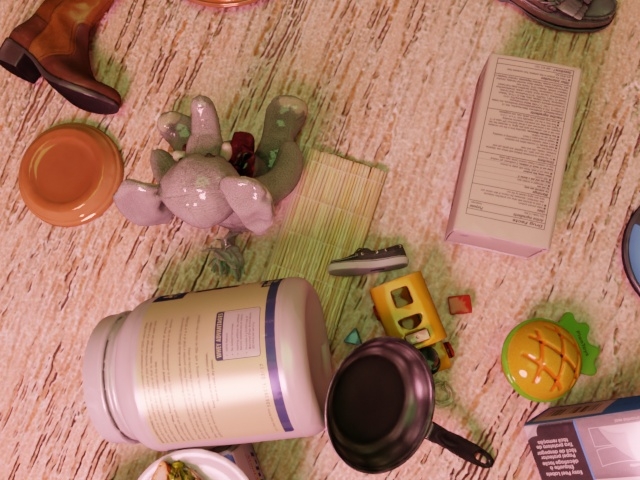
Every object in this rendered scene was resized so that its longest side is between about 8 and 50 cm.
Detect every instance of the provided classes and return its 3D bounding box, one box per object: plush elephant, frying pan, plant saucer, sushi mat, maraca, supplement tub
[{"bbox_3d":[-0.170,-0.108,0.935,0.272,0.255,0.329,0,81,6],"label":"plush elephant"},{"bbox_3d":[0.140,0.246,0.889,0.326,0.053,0.197,10,84,-31],"label":"frying pan"},{"bbox_3d":[-0.465,-0.125,1.079,0.200,0.037,0.199,-1,81,6],"label":"plant saucer"},{"bbox_3d":[0.000,0.000,1.022,0.152,0.019,0.316,17,83,9],"label":"sushi mat"},{"bbox_3d":[0.362,0.181,0.922,0.186,0.099,0.127,-15,81,-23],"label":"maraca"},{"bbox_3d":[-0.159,0.190,0.893,0.325,0.235,0.235,-9,80,8],"label":"supplement tub"}]

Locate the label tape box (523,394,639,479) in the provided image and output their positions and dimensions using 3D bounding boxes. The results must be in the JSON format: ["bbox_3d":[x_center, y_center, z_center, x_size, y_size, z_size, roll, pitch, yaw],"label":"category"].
[{"bbox_3d":[0.464,0.391,0.811,0.241,0.106,0.333,-27,76,41],"label":"label tape box"}]

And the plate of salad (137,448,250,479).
[{"bbox_3d":[-0.180,0.394,0.812,0.200,0.048,0.199,-1,80,5],"label":"plate of salad"}]

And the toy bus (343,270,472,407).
[{"bbox_3d":[0.151,0.149,0.940,0.202,0.104,0.190,23,84,9],"label":"toy bus"}]

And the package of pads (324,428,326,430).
[{"bbox_3d":[0.021,0.290,0.968,0.083,0.032,0.050,16,86,8],"label":"package of pads"}]

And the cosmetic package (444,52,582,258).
[{"bbox_3d":[0.309,-0.132,0.957,0.153,0.129,0.296,14,82,6],"label":"cosmetic package"}]

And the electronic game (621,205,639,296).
[{"bbox_3d":[0.605,0.022,0.944,0.229,0.048,0.229,-1,81,5],"label":"electronic game"}]

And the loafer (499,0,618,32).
[{"bbox_3d":[0.388,-0.443,1.019,0.268,0.084,0.096,24,84,9],"label":"loafer"}]

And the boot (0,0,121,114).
[{"bbox_3d":[-0.431,-0.396,1.110,0.264,0.096,0.280,25,77,16],"label":"boot"}]

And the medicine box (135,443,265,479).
[{"bbox_3d":[-0.206,0.485,0.900,0.289,0.149,0.263,-23,80,2],"label":"medicine box"}]

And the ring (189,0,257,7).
[{"bbox_3d":[-0.172,-0.599,1.128,0.337,0.032,0.336,-1,80,5],"label":"ring"}]

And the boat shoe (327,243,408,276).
[{"bbox_3d":[0.078,0.033,0.988,0.142,0.049,0.040,-5,70,-15],"label":"boat shoe"}]
